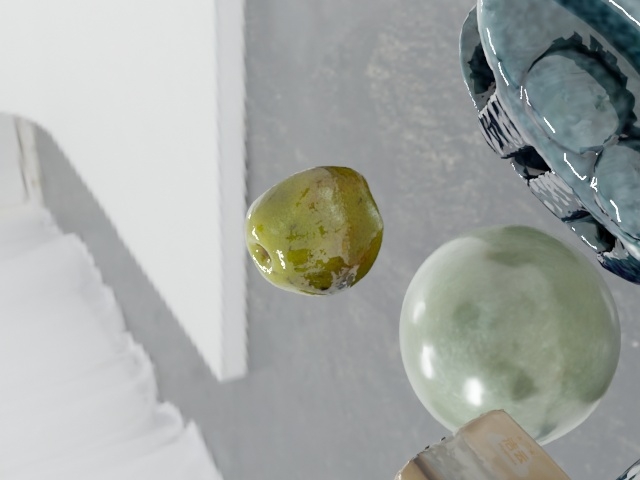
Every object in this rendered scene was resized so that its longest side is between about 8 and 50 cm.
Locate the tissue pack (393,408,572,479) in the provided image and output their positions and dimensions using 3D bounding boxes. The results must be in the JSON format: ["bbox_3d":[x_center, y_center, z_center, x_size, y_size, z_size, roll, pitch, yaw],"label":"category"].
[{"bbox_3d":[0.207,0.326,1.105,0.305,0.238,0.238,48,146,27],"label":"tissue pack"}]

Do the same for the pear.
[{"bbox_3d":[0.000,0.000,1.208,0.104,0.141,0.141,66,155,22],"label":"pear"}]

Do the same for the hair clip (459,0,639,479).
[{"bbox_3d":[0.154,0.037,0.367,0.194,0.206,0.310,158,107,-89],"label":"hair clip"}]

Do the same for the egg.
[{"bbox_3d":[0.217,0.108,1.423,0.352,0.258,0.258,3,-109,-79],"label":"egg"}]
